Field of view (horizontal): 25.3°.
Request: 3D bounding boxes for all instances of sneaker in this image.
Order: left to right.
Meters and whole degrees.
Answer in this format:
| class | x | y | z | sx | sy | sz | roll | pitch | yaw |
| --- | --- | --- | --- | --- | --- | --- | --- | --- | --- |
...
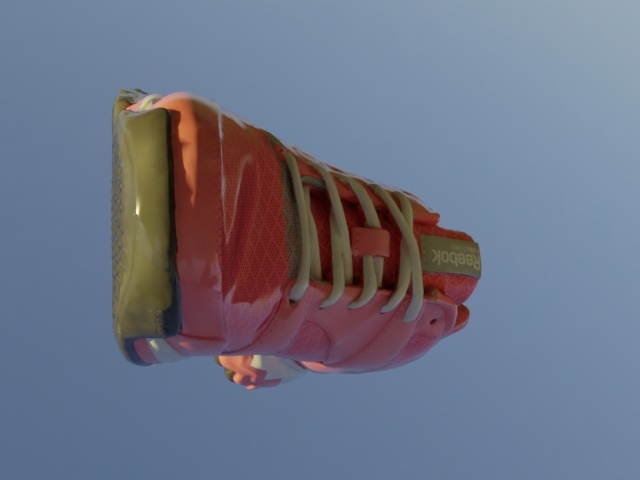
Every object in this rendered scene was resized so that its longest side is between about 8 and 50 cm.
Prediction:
| class | x | y | z | sx | sy | sz | roll | pitch | yaw |
| --- | --- | --- | --- | --- | --- | --- | --- | --- | --- |
| sneaker | 0.000 | -0.001 | 0.630 | 0.136 | 0.116 | 0.314 | -4 | 170 | 11 |
